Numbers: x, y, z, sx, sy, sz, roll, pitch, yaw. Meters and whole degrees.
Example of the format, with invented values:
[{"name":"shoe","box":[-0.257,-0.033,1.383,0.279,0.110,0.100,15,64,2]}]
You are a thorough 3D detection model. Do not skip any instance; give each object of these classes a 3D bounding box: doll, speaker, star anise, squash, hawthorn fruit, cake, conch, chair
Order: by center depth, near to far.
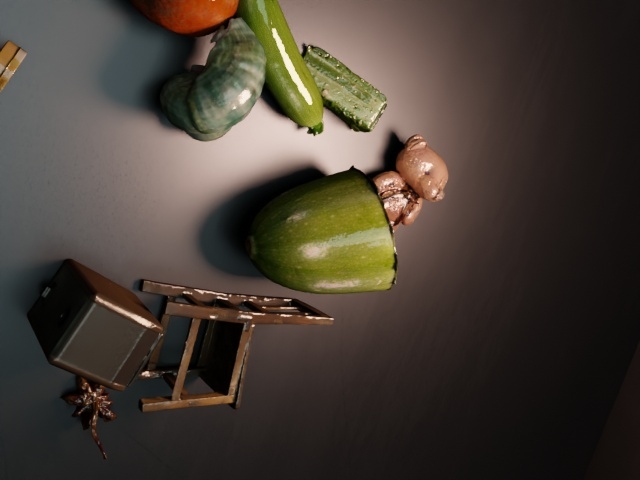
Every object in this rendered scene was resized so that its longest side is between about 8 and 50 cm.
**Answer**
[{"name":"hawthorn fruit","box":[-0.243,-0.492,1.227,0.262,0.210,0.211,14,98,-62]},{"name":"speaker","box":[-0.445,0.162,1.269,0.192,0.231,0.153,37,83,-36]},{"name":"conch","box":[-0.217,-0.300,1.297,0.195,0.220,0.277,13,138,-7]},{"name":"squash","box":[-0.087,-0.385,1.402,0.107,0.107,0.395,-42,131,-15]},{"name":"star anise","box":[-0.491,0.381,1.404,0.097,0.070,0.191,-22,104,-38]},{"name":"chair","box":[-0.211,0.247,1.478,0.416,0.203,0.241,11,94,-34]},{"name":"squash","box":[-0.017,0.014,1.500,0.308,0.310,0.311,-18,115,-12]},{"name":"cake","box":[0.038,-0.360,1.548,0.235,0.099,0.100,33,86,-15]},{"name":"doll","box":[0.225,-0.107,1.683,0.201,0.156,0.303,37,88,-42]}]

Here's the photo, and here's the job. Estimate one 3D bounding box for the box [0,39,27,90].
[{"name":"box","box":[-0.556,-0.297,1.125,0.037,0.105,0.106,36,84,-29]}]
